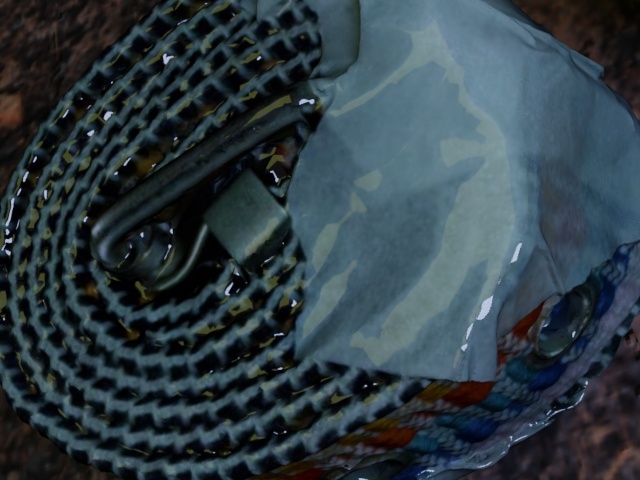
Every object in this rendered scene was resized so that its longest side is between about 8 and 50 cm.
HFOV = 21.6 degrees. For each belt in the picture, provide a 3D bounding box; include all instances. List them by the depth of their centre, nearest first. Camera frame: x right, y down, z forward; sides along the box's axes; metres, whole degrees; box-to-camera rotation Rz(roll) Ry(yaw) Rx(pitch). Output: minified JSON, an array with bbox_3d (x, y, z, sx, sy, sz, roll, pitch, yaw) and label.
[{"bbox_3d":[0.000,0.000,0.661,0.257,0.150,0.207,-32,61,18],"label":"belt"}]

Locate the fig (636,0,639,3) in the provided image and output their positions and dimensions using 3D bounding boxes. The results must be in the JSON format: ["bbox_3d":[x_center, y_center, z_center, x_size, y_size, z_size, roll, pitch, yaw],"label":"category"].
[{"bbox_3d":[0.174,-0.168,0.575,0.233,0.233,0.314,-42,45,10],"label":"fig"}]
